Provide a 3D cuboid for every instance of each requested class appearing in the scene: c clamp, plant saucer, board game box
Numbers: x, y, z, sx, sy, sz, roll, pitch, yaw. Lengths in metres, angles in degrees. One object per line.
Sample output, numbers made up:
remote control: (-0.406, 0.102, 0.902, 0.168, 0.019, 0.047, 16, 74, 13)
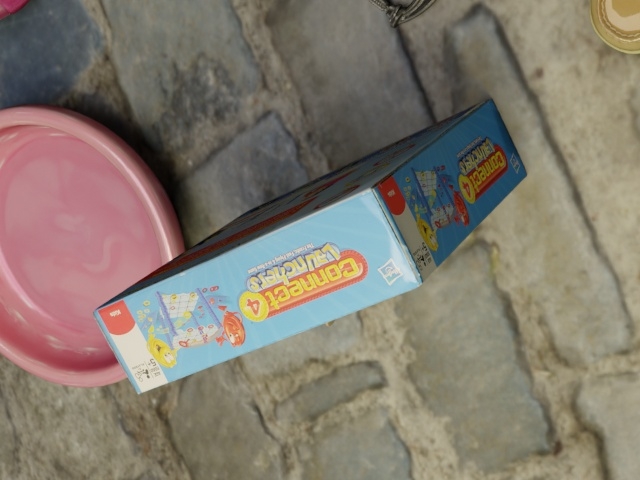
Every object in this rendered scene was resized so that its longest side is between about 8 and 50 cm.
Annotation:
c clamp: (0.043, -0.261, 1.147, 0.161, 0.022, 0.137, 34, 115, 12)
plant saucer: (-0.288, 0.002, 1.370, 0.332, 0.084, 0.332, 9, 112, 22)
board game box: (0.000, 0.000, 1.101, 0.308, 0.302, 0.086, -23, 98, 31)

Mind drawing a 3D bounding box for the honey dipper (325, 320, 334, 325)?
honey dipper: (-0.056, 0.053, 1.310, 0.161, 0.030, 0.030, 19, 117, 21)

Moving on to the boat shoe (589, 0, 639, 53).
boat shoe: (0.296, -0.279, 0.973, 0.105, 0.089, 0.285, 29, 119, 13)

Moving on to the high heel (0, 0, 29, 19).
high heel: (-0.409, -0.334, 1.322, 0.117, 0.082, 0.244, -42, 70, -3)
